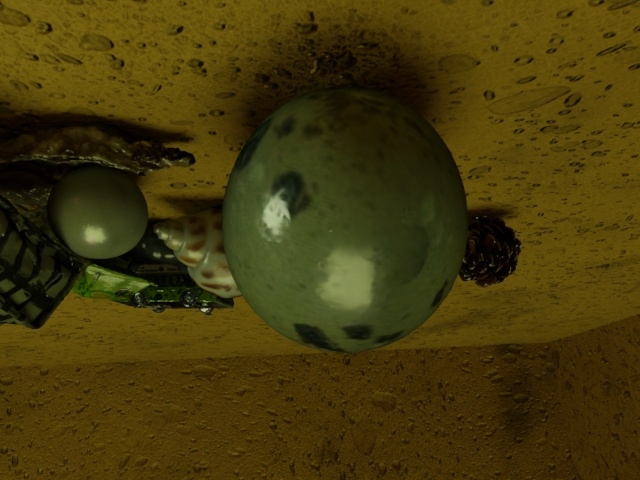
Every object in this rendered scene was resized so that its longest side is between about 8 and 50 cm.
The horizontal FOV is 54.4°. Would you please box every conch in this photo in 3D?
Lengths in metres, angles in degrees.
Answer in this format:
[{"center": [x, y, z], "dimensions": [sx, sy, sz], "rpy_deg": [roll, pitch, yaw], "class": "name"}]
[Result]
[{"center": [-0.206, 0.025, 1.236], "dimensions": [0.182, 0.149, 0.275], "rpy_deg": [-2, 137, 45], "class": "conch"}]

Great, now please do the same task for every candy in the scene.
[{"center": [-0.456, 0.089, 1.309], "dimensions": [0.149, 0.069, 0.246], "rpy_deg": [15, 159, -35], "class": "candy"}]

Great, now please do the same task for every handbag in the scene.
[{"center": [-0.544, -0.026, 0.874], "dimensions": [0.325, 0.163, 0.327], "rpy_deg": [25, 157, 5], "class": "handbag"}]

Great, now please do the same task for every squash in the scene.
[{"center": [-0.515, 0.037, 1.375], "dimensions": [0.066, 0.066, 0.229], "rpy_deg": [-16, 158, 32], "class": "squash"}]

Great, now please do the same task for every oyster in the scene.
[{"center": [-0.357, -0.130, 0.908], "dimensions": [0.344, 0.079, 0.128], "rpy_deg": [-2, -178, -14], "class": "oyster"}]

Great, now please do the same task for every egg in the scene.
[{"center": [-0.361, -0.043, 1.024], "dimensions": [0.151, 0.151, 0.209], "rpy_deg": [-3, 168, -3], "class": "egg"}, {"center": [0.031, -0.027, 0.868], "dimensions": [0.344, 0.345, 0.428], "rpy_deg": [-6, 152, 6], "class": "egg"}]

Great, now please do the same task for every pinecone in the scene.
[{"center": [0.357, 0.026, 1.379], "dimensions": [0.173, 0.174, 0.173], "rpy_deg": [-4, 162, -1], "class": "pinecone"}]

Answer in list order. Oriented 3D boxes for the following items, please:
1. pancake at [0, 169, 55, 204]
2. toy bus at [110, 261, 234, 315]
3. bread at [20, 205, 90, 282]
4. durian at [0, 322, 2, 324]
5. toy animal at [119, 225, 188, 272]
[{"center": [-0.511, -0.086, 1.063], "dimensions": [0.139, 0.022, 0.139], "rpy_deg": [-3, 161, -1], "class": "pancake"}, {"center": [-0.357, 0.103, 1.504], "dimensions": [0.301, 0.139, 0.113], "rpy_deg": [-2, 163, 19], "class": "toy bus"}, {"center": [-0.543, 0.020, 1.191], "dimensions": [0.196, 0.102, 0.138], "rpy_deg": [-15, 127, 29], "class": "bread"}, {"center": [-0.693, 0.119, 1.446], "dimensions": [0.144, 0.139, 0.252], "rpy_deg": [8, -168, -18], "class": "durian"}, {"center": [-0.391, 0.011, 1.301], "dimensions": [0.269, 0.082, 0.137], "rpy_deg": [6, 157, -9], "class": "toy animal"}]
